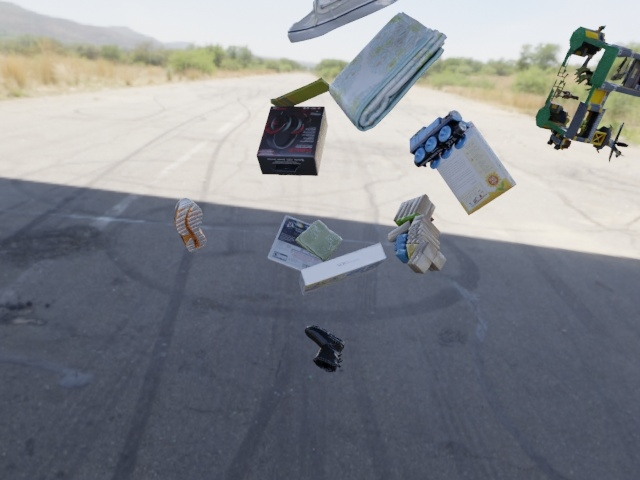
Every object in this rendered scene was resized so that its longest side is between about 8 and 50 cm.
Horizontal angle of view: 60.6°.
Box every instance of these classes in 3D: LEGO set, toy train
[{"bbox_3d":[0.749,-0.389,1.451,0.192,0.331,0.255,7,21,-16],"label":"LEGO set"},{"bbox_3d":[0.308,-0.266,1.432,0.080,0.105,0.184,18,-35,-25],"label":"toy train"}]

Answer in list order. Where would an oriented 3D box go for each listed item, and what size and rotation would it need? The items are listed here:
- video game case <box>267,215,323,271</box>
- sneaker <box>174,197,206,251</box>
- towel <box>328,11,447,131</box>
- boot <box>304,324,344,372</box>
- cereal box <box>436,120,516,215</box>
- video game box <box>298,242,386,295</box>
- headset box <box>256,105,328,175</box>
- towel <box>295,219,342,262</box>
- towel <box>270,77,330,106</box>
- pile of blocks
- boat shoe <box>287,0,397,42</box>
[{"bbox_3d":[-0.064,0.021,1.896,0.191,0.173,0.022,21,-20,3],"label":"video game case"},{"bbox_3d":[-0.400,-0.054,1.637,0.084,0.214,0.083,-23,57,-21],"label":"sneaker"},{"bbox_3d":[0.205,-0.550,1.761,0.090,0.374,0.320,37,17,-32],"label":"towel"},{"bbox_3d":[0.004,0.280,1.410,0.121,0.045,0.099,28,36,0],"label":"boot"},{"bbox_3d":[0.459,-0.221,1.683,0.047,0.240,0.173,-25,-10,-47],"label":"cereal box"},{"bbox_3d":[0.048,0.076,1.371,0.205,0.048,0.187,-19,-9,-9],"label":"video game box"},{"bbox_3d":[-0.102,-0.360,2.032,0.218,0.110,0.293,3,56,11],"label":"headset box"},{"bbox_3d":[0.000,0.000,1.595,0.110,0.027,0.148,38,34,5],"label":"towel"},{"bbox_3d":[-0.075,-0.571,2.144,0.237,0.021,0.102,-16,-12,25],"label":"towel"},{"bbox_3d":[0.297,0.006,1.660,0.149,0.112,0.362,-34,25,27],"label":"pile of blocks"},{"bbox_3d":[0.039,-0.707,1.604,0.367,0.156,0.136,-10,28,33],"label":"boat shoe"}]
